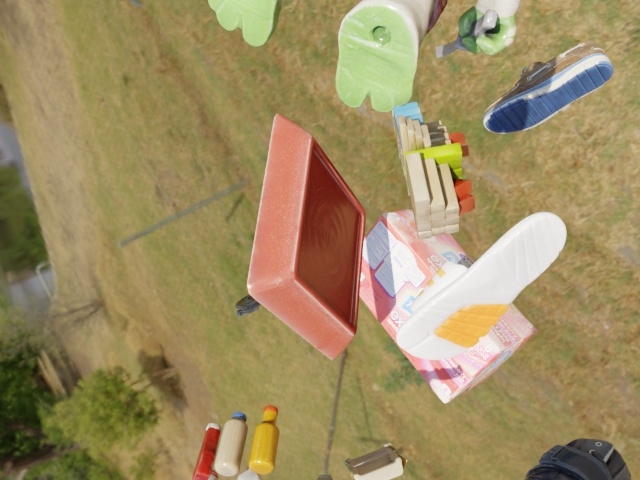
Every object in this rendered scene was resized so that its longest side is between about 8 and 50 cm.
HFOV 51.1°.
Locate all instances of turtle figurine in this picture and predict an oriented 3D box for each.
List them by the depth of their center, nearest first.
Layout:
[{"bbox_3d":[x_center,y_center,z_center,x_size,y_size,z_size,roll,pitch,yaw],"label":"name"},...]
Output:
[{"bbox_3d":[0.041,-0.187,0.488,0.274,0.266,0.198,-16,118,45],"label":"turtle figurine"}]

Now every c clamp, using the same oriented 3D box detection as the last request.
[{"bbox_3d":[-0.078,0.089,1.125,0.137,0.160,0.022,-11,106,62],"label":"c clamp"}]

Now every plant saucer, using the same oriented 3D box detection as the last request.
[{"bbox_3d":[0.000,0.000,0.906,0.047,0.259,0.258,-7,150,23],"label":"plant saucer"}]

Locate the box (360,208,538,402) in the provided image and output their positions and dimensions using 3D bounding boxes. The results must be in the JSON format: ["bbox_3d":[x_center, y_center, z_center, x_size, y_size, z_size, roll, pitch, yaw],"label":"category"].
[{"bbox_3d":[0.197,0.100,1.149,0.300,0.142,0.154,51,127,24],"label":"box"}]

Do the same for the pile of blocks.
[{"bbox_3d":[0.186,-0.150,1.077,0.362,0.112,0.149,-92,-9,-55],"label":"pile of blocks"}]

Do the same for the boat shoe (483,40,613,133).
[{"bbox_3d":[0.312,-0.214,0.941,0.066,0.183,0.066,38,-143,-44],"label":"boat shoe"}]

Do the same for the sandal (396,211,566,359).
[{"bbox_3d":[0.209,0.055,0.887,0.102,0.265,0.076,37,-161,-25],"label":"sandal"}]

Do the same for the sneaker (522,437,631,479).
[{"bbox_3d":[0.267,0.253,0.628,0.226,0.163,0.086,-16,90,63],"label":"sneaker"}]

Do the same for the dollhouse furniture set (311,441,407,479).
[{"bbox_3d":[0.029,0.287,0.751,0.076,0.151,0.059,151,100,-82],"label":"dollhouse furniture set"}]

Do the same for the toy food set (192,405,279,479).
[{"bbox_3d":[-0.144,0.360,1.090,0.111,0.105,0.232,18,132,-8],"label":"toy food set"}]
